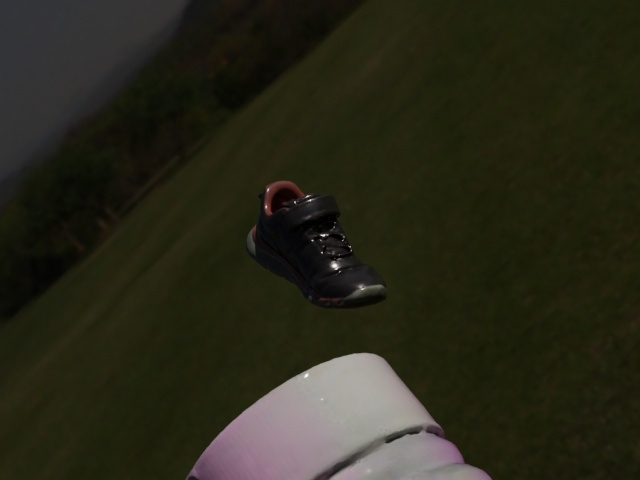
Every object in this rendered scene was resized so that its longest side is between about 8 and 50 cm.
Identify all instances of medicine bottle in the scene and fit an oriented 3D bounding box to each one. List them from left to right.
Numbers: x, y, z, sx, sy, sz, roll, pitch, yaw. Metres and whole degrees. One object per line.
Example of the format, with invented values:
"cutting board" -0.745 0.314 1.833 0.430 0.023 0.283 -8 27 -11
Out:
"medicine bottle" 0.065 0.268 1.089 0.212 0.325 0.212 -32 -27 -18

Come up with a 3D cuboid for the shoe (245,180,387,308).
"shoe" 0.000 0.000 2.065 0.114 0.137 0.291 -13 32 -34
